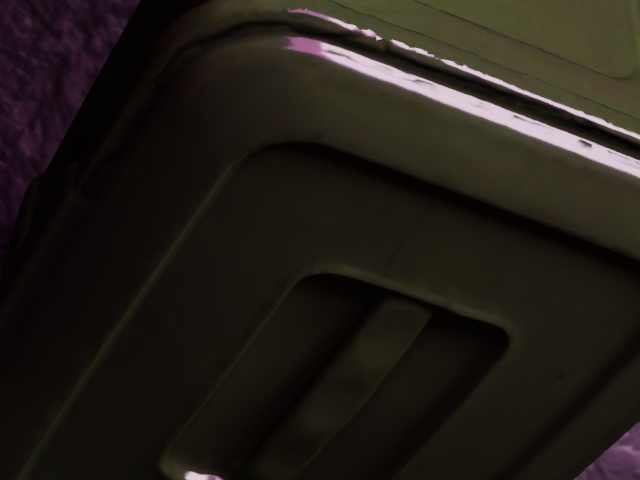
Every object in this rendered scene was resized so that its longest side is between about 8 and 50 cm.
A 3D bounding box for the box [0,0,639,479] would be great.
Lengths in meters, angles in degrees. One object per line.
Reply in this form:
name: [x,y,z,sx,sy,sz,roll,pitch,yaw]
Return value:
box: [0.000,0.000,0.760,0.253,0.328,0.177,18,44,-21]
